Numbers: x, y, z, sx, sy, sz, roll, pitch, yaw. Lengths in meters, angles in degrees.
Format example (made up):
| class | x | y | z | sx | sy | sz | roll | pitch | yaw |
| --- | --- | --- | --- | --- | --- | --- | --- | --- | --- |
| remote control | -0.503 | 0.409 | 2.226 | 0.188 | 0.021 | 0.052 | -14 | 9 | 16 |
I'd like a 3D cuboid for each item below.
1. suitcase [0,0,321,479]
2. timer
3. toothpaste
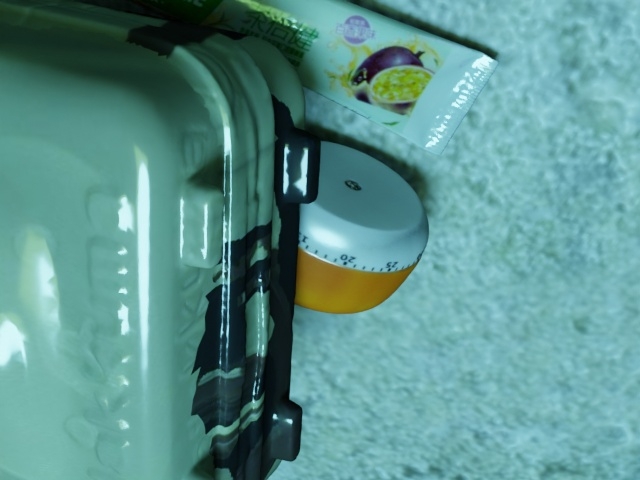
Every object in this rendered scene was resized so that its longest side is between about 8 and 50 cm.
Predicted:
| class | x | y | z | sx | sy | sz | roll | pitch | yaw |
| --- | --- | --- | --- | --- | --- | --- | --- | --- | --- |
| suitcase | -0.185 | 0.021 | 0.622 | 0.339 | 0.194 | 0.351 | 18 | 119 | 24 |
| timer | 0.000 | 0.000 | 0.682 | 0.136 | 0.099 | 0.136 | 16 | 135 | 17 |
| toothpaste | -0.046 | -0.143 | 0.608 | 0.314 | 0.056 | 0.058 | 22 | 169 | -11 |
